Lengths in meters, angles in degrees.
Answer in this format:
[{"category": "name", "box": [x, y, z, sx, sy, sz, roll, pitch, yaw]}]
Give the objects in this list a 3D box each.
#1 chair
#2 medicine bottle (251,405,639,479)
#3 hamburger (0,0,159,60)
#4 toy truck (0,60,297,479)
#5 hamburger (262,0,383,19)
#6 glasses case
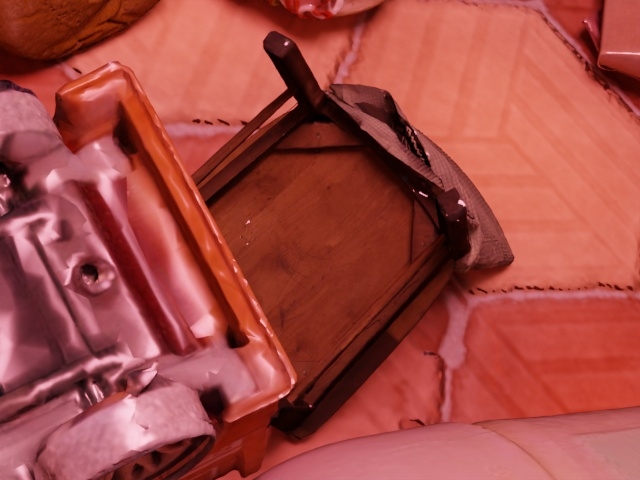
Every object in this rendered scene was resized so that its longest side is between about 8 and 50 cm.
[{"category": "chair", "box": [0.000, 0.000, 0.931, 0.160, 0.319, 0.186, 45, 93, 9]}, {"category": "medicine bottle", "box": [0.074, 0.203, 0.753, 0.406, 0.235, 0.235, -3, 60, -30]}, {"category": "hamburger", "box": [-0.160, -0.212, 0.956, 0.122, 0.189, 0.215, 40, 50, 15]}, {"category": "toy truck", "box": [-0.214, 0.102, 0.649, 0.388, 0.207, 0.173, -26, 71, -11]}, {"category": "hamburger", "box": [-0.027, -0.246, 1.099, 0.210, 0.116, 0.173, 44, 41, 11]}, {"category": "glasses case", "box": [0.245, -0.185, 1.238, 0.103, 0.070, 0.193, 5, 53, 9]}]
